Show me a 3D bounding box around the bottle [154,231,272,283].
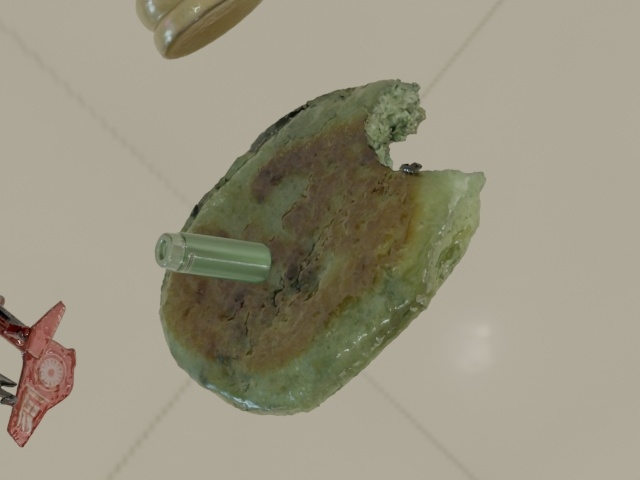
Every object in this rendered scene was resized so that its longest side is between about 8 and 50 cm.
[{"bbox_3d":[-0.076,0.012,1.282,0.083,0.030,0.030,8,83,-31],"label":"bottle"}]

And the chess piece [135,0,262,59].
[{"bbox_3d":[-0.115,-0.222,1.264,0.094,0.094,0.170,-30,83,-23],"label":"chess piece"}]

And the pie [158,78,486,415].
[{"bbox_3d":[-0.006,0.006,1.430,0.067,0.302,0.302,36,72,-42],"label":"pie"}]

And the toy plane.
[{"bbox_3d":[-0.123,0.007,0.554,0.145,0.037,0.060,45,61,-37],"label":"toy plane"}]
